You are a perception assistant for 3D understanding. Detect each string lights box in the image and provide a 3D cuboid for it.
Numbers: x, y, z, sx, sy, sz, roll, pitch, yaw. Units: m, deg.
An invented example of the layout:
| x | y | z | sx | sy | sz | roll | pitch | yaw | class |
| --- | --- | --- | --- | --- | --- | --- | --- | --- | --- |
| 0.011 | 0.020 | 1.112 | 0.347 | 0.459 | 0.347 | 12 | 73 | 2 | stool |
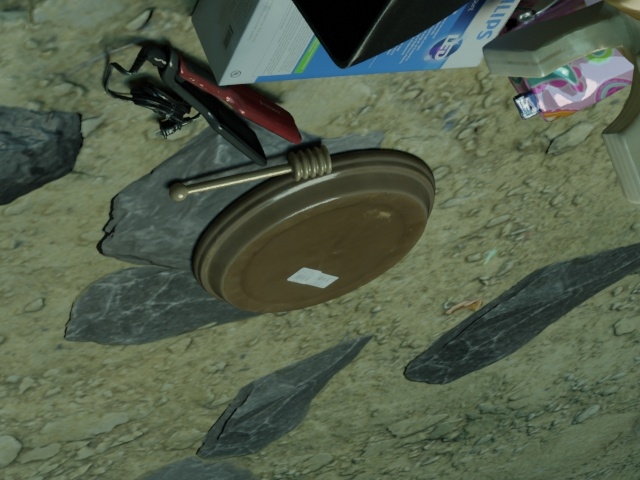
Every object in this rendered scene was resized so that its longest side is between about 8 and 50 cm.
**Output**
| x | y | z | sx | sy | sz | roll | pitch | yaw | class |
| --- | --- | --- | --- | --- | --- | --- | --- | --- | --- |
| 0.039 | -0.203 | 1.365 | 0.260 | 0.076 | 0.133 | -7 | 150 | -30 | string lights box |

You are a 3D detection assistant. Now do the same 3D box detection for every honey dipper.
| x | y | z | sx | sy | sz | roll | pitch | yaw | class |
| --- | --- | --- | --- | --- | --- | --- | --- | --- | --- |
| -0.069 | -0.061 | 1.600 | 0.161 | 0.030 | 0.030 | -14 | 152 | -13 | honey dipper |

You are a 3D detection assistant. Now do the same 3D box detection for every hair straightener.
| x | y | z | sx | sy | sz | roll | pitch | yaw | class |
| --- | --- | --- | --- | --- | --- | --- | --- | --- | --- |
| -0.113 | -0.111 | 1.450 | 0.089 | 0.047 | 0.230 | -35 | 151 | 21 | hair straightener |

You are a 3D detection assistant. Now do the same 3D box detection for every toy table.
| x | y | z | sx | sy | sz | roll | pitch | yaw | class |
| --- | --- | --- | --- | --- | --- | --- | --- | --- | --- |
| 0.265 | -0.174 | 1.295 | 0.161 | 0.252 | 0.274 | -35 | -168 | -25 | toy table |

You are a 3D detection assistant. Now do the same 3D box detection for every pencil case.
| x | y | z | sx | sy | sz | roll | pitch | yaw | class |
| --- | --- | --- | --- | --- | --- | --- | --- | --- | --- |
| 0.291 | -0.217 | 1.496 | 0.284 | 0.124 | 0.124 | -27 | 153 | 11 | pencil case |

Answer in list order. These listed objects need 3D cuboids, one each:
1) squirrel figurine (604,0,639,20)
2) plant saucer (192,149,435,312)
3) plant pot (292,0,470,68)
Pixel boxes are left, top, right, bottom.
| x | y | z | sx | sy | sz | roll | pitch | yaw | class |
| --- | --- | --- | --- | --- | --- | --- | --- | --- | --- |
| 0.335 | -0.277 | 1.053 | 0.397 | 0.370 | 0.281 | -19 | 145 | 22 | squirrel figurine |
| 0.000 | 0.000 | 1.758 | 0.278 | 0.041 | 0.278 | -19 | 154 | -10 | plant saucer |
| 0.068 | -0.260 | 1.183 | 0.167 | 0.187 | 0.188 | -16 | 155 | -39 | plant pot |
